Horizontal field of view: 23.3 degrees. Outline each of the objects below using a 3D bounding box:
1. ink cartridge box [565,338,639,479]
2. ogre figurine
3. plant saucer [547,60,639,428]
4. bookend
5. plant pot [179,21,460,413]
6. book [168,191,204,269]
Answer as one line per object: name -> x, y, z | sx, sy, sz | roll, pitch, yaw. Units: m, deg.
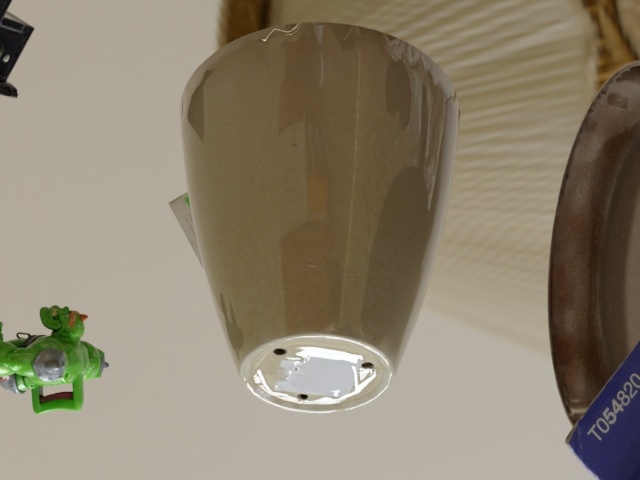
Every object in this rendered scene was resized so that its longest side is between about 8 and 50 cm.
ink cartridge box -> 0.280, 0.115, 0.904 | 0.224, 0.045, 0.223 | 47, -111, -14
ogre figurine -> -0.269, 0.108, 1.422 | 0.197, 0.118, 0.097 | 70, -152, -66
plant saucer -> 0.253, 0.015, 1.230 | 0.310, 0.050, 0.311 | -175, 90, -78
bookend -> -0.339, -0.236, 1.576 | 0.156, 0.072, 0.157 | -60, -18, 7
plant pot -> 0.000, 0.000, 1.338 | 0.256, 0.256, 0.274 | 60, -156, -50
book -> -0.069, -0.033, 1.560 | 0.096, 0.144, 0.035 | 61, 179, 19
